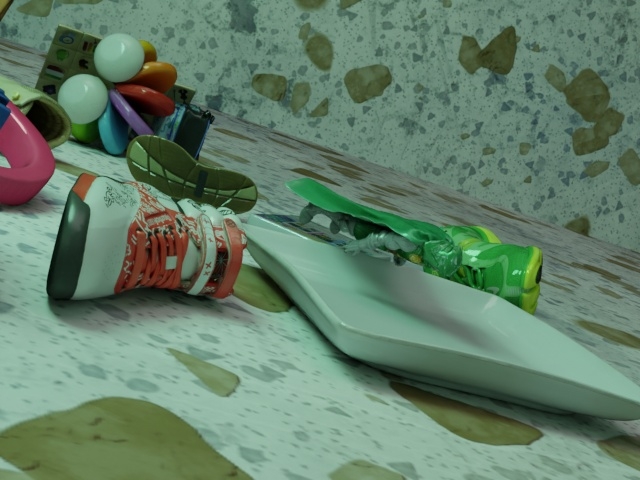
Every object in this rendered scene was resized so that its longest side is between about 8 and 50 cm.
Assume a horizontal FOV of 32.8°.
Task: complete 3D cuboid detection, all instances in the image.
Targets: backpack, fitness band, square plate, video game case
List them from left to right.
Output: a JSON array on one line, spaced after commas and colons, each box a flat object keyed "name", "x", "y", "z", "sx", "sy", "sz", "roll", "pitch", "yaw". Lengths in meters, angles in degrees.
[{"name": "fitness band", "x": -0.383, "y": -0.149, "z": 1.064, "sx": 0.291, "sy": 0.054, "sz": 0.209, "roll": 46, "pitch": 7, "yaw": 2}, {"name": "backpack", "x": -0.226, "y": -0.169, "z": 1.710, "sx": 0.084, "sy": 0.105, "sz": 0.114, "roll": 18, "pitch": 6, "yaw": -16}, {"name": "video game case", "x": 0.000, "y": 0.000, "z": 1.450, "sx": 0.157, "sy": 0.019, "sz": 0.143, "roll": 24, "pitch": 10, "yaw": 23}, {"name": "square plate", "x": 0.109, "y": 0.083, "z": 1.073, "sx": 0.344, "sy": 0.049, "sz": 0.347, "roll": 17, "pitch": 9, "yaw": -22}]

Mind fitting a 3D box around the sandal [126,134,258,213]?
[{"name": "sandal", "x": -0.170, "y": -0.080, "z": 1.422, "sx": 0.180, "sy": 0.072, "sz": 0.049, "roll": 20, "pitch": -7, "yaw": -7}]

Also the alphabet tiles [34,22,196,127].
[{"name": "alphabet tiles", "x": -0.330, "y": -0.240, "z": 1.745, "sx": 0.237, "sy": 0.198, "sz": 0.009, "roll": 16, "pitch": 48, "yaw": -20}]

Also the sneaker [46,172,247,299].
[{"name": "sneaker", "x": -0.133, "y": 0.004, "z": 0.891, "sx": 0.145, "sy": 0.090, "sz": 0.270, "roll": 16, "pitch": 6, "yaw": -7}]

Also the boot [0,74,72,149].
[{"name": "boot", "x": -0.447, "y": -0.173, "z": 1.306, "sx": 0.203, "sy": 0.095, "sz": 0.262, "roll": 25, "pitch": 8, "yaw": 25}]

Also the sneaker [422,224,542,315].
[{"name": "sneaker", "x": 0.199, "y": 0.043, "z": 1.405, "sx": 0.123, "sy": 0.109, "sz": 0.295, "roll": 5, "pitch": 7, "yaw": -13}]

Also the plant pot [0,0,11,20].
[{"name": "plant pot", "x": -0.572, "y": -0.342, "z": 1.558, "sx": 0.203, "sy": 0.291, "sz": 0.291, "roll": 34, "pitch": 4, "yaw": -18}]

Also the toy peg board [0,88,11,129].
[{"name": "toy peg board", "x": -0.276, "y": -0.061, "z": 0.805, "sx": 0.079, "sy": 0.161, "sz": 0.161, "roll": 33, "pitch": 2, "yaw": -26}]

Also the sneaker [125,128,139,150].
[{"name": "sneaker", "x": -0.309, "y": -0.184, "z": 1.737, "sx": 0.038, "sy": 0.069, "sz": 0.098, "roll": 12, "pitch": 12, "yaw": -44}]

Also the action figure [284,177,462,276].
[{"name": "action figure", "x": 0.070, "y": -0.006, "z": 1.169, "sx": 0.137, "sy": 0.063, "sz": 0.232, "roll": 15, "pitch": 5, "yaw": -37}]

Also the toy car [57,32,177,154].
[{"name": "toy car", "x": -0.288, "y": -0.205, "z": 1.619, "sx": 0.136, "sy": 0.182, "sz": 0.159, "roll": 40, "pitch": -4, "yaw": 17}]
